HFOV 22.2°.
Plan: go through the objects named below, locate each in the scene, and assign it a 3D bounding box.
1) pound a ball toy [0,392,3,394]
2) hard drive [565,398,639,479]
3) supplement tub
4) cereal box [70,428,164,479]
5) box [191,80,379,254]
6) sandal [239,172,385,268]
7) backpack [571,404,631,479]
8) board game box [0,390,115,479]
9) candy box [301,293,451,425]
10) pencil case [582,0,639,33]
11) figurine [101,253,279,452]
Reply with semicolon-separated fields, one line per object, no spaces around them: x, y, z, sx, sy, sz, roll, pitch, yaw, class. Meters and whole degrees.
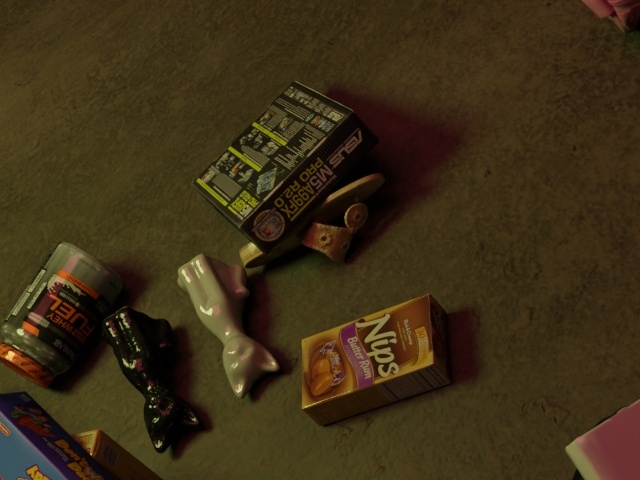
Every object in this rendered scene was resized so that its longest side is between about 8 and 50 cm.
-0.576;0.232;2.321;0.319;0.208;0.136;-3;56;37;pound a ball toy
0.411;0.274;1.456;0.233;0.047;0.353;-29;77;-17;hard drive
-0.377;0.108;2.334;0.117;0.117;0.190;16;69;44;supplement tub
-0.330;0.318;2.091;0.240;0.173;0.047;-13;49;28;cereal box
-0.054;-0.106;2.235;0.216;0.060;0.270;-46;23;-3;box
0.003;0.000;2.179;0.240;0.088;0.079;-29;75;25;sandal
0.348;0.303;1.554;0.253;0.191;0.225;22;68;6;backpack
-0.321;0.380;1.947;0.347;0.078;0.233;40;108;23;board game box
0.067;0.147;2.012;0.186;0.053;0.109;-21;46;22;candy box
0.494;-0.415;2.057;0.386;0.167;0.160;-31;79;14;pencil case
-0.168;0.151;2.174;0.215;0.092;0.209;-35;51;9;figurine
